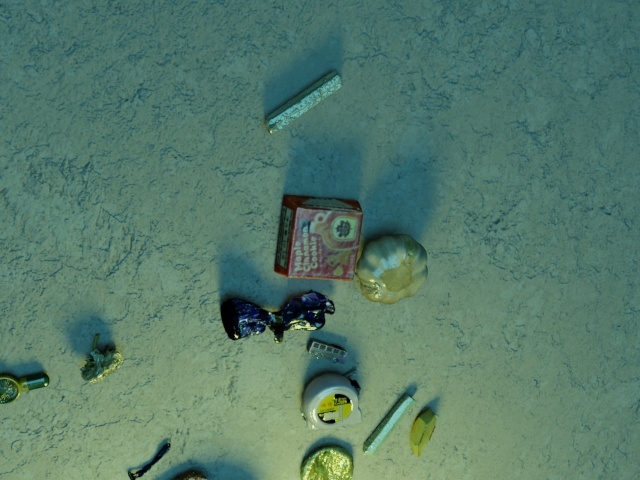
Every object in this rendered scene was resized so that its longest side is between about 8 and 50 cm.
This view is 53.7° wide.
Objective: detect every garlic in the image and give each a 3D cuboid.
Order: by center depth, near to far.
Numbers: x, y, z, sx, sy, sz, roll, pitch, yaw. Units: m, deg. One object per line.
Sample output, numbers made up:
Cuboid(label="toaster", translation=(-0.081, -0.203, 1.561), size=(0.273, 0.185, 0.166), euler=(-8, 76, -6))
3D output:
Cuboid(label="garlic", translation=(0.211, 0.080, 1.876), size=(0.227, 0.152, 0.228), euler=(-9, 123, -13))

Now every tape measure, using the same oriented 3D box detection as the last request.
Cuboid(label="tape measure", translation=(0.035, 0.495, 1.967), size=(0.195, 0.105, 0.179), euler=(-2, 113, -16))

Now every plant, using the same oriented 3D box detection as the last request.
Cuboid(label="plant", translation=(-0.604, 0.319, 1.718), size=(0.116, 0.104, 0.122), euler=(-25, 87, -32))

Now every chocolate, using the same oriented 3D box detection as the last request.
Cuboid(label="chocolate", translation=(0.000, 0.000, 1.812), size=(0.234, 0.108, 0.238), euler=(5, 105, -17))
Cuboid(label="chocolate", translation=(-0.116, 0.226, 1.843), size=(0.343, 0.126, 0.149), euler=(-2, 68, -25))

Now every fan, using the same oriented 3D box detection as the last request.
Cuboid(label="fan", translation=(-0.809, 0.389, 1.697), size=(0.154, 0.039, 0.082), euler=(-9, 107, -17))

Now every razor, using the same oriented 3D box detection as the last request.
Cuboid(label="razor", translation=(-0.501, 0.658, 1.878), size=(0.154, 0.044, 0.028), euler=(-41, 143, -6))

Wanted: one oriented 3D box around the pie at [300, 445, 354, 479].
Cuboid(label="pie", translation=(0.023, 0.751, 2.063), size=(0.186, 0.041, 0.187), euler=(-5, 106, -17))

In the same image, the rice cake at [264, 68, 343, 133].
Cuboid(label="rice cake", translation=(-0.043, -0.376, 1.720), size=(0.256, 0.057, 0.052), euler=(-36, 95, -5))

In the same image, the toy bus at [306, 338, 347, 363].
Cuboid(label="toy bus", translation=(0.021, 0.342, 1.951), size=(0.130, 0.037, 0.052), euler=(21, 93, -20))

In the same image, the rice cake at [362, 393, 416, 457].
Cuboid(label="rice cake", translation=(0.226, 0.612, 2.088), size=(0.045, 0.042, 0.245), euler=(37, 92, -20))

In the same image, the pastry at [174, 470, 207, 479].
Cuboid(label="pastry", translation=(-0.421, 0.755, 1.914), size=(0.169, 0.063, 0.087), euler=(-29, 120, -14))

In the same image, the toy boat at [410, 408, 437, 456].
Cuboid(label="toy boat", translation=(0.346, 0.650, 2.129), size=(0.066, 0.065, 0.172), euler=(11, 105, -40))
